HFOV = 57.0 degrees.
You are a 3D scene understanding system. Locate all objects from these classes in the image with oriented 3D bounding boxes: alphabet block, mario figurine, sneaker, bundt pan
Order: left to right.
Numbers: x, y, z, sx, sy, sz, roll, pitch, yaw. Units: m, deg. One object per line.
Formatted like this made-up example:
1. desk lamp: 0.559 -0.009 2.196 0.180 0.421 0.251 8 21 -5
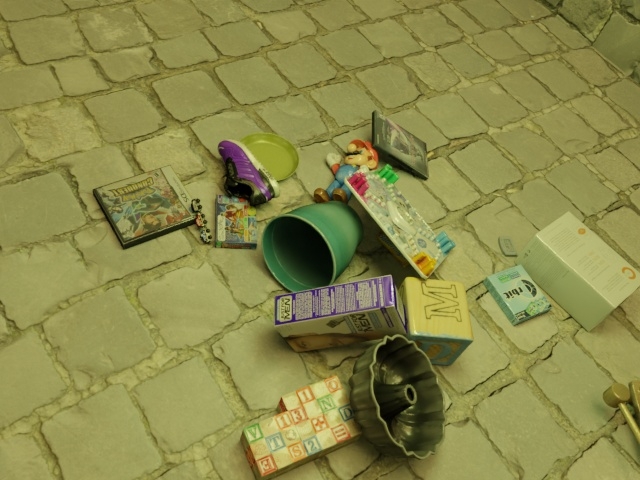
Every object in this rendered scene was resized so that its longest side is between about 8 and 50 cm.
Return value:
1. sneaker: -0.280 -0.227 1.998 0.146 0.102 0.293 -34 68 -28
2. mario figurine: 0.092 -0.264 2.121 0.198 0.170 0.320 27 54 9
3. bundt pan: 0.197 0.427 1.592 0.331 0.124 0.330 28 49 -37
4. alphabet block: 0.327 0.247 1.785 0.194 0.192 0.197 8 54 -11

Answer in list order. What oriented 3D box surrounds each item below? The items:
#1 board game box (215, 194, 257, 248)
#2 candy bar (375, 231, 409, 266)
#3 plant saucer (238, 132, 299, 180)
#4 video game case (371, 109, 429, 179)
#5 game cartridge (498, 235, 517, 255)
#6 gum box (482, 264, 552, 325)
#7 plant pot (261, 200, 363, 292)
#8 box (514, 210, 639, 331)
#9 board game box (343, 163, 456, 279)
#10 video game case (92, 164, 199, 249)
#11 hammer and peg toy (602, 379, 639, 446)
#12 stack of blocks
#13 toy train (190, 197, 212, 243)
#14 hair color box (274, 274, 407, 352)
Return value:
1. board game box: -0.282 -0.064 1.961 0.136 0.035 0.201 3 53 -12
2. candy bar: 0.251 0.029 2.035 0.040 0.018 0.161 -29 66 -30
3. plant saucer: -0.198 -0.297 2.155 0.241 0.037 0.240 7 53 -9
4. video game case: 0.307 -0.366 2.266 0.274 0.026 0.196 26 47 -26
5. game cartridge: 0.680 0.021 2.148 0.056 0.017 0.083 3 53 -16
6. gum box: 0.671 0.183 2.008 0.157 0.041 0.184 -15 60 -24
7. plant pot: 0.000 0.000 1.855 0.272 0.271 0.255 38 41 15
8. box: 0.894 0.102 2.043 0.215 0.168 0.345 -28 64 -30
9. board game box: 0.274 -0.081 1.919 0.390 0.050 0.390 51 25 6
10. video game case: -0.564 -0.117 1.932 0.275 0.035 0.248 -23 63 -28
11. hammer and peg toy: 1.022 0.555 1.765 0.362 0.127 0.265 8 55 -8
12. stack of blocks: -0.057 0.498 1.565 0.297 0.087 0.171 -16 59 -24
13. toy train: -0.387 -0.061 1.907 0.036 0.027 0.158 -16 81 -23
14. hair color box: 0.058 0.212 1.661 0.339 0.185 0.110 -11 53 15
